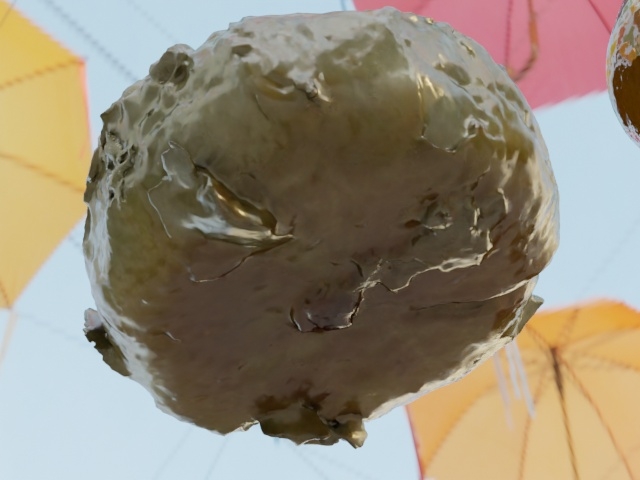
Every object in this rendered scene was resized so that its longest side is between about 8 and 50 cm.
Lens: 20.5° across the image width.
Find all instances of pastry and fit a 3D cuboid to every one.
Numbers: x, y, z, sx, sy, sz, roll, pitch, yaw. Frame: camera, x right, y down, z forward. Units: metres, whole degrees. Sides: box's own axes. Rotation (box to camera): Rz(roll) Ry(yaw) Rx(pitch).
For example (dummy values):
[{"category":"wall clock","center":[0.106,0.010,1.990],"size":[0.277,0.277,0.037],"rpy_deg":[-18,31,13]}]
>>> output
[{"category":"pastry","center":[0.006,-0.001,0.886],"size":[0.257,0.121,0.236],"rpy_deg":[17,-53,-30]}]

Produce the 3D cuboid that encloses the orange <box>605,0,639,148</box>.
[{"category":"orange","center":[0.216,-0.088,0.845],"size":[0.156,0.156,0.124],"rpy_deg":[-27,-61,9]}]
